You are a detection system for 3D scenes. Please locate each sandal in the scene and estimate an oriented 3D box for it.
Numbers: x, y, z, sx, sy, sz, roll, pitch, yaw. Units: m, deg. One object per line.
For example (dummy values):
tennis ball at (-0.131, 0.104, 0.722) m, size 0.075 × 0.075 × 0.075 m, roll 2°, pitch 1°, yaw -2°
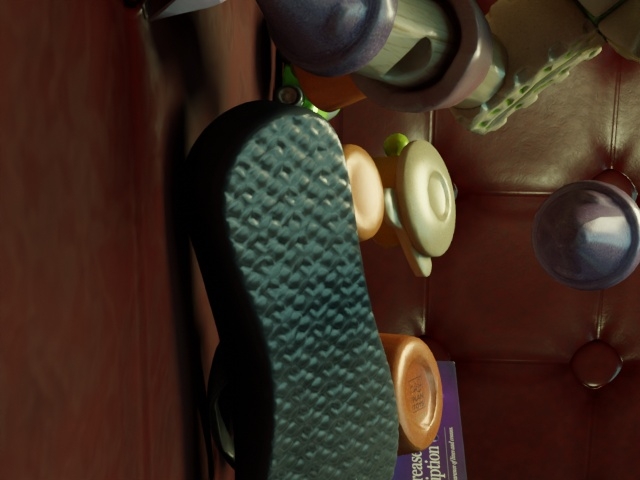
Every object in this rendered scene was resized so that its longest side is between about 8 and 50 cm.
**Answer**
sandal at (-0.015, 0.057, 0.419) m, size 0.097 × 0.054 × 0.254 m, roll -26°, pitch 121°, yaw -40°

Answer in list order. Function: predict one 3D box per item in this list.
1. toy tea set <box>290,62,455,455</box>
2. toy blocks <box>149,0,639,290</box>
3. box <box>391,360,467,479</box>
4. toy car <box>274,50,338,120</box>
toy tea set at (0.000, 0.000, 0.613) m, size 0.200 × 0.124 × 0.336 m, roll 43°, pitch 47°, yaw -46°
toy blocks at (0.119, -0.135, 0.346) m, size 0.309 × 0.289 × 0.260 m, roll 59°, pitch 23°, yaw 15°
box at (0.065, 0.249, 0.994) m, size 0.261 × 0.184 × 0.103 m, roll -84°, pitch 172°, yaw -58°
toy car at (-0.004, -0.174, 0.743) m, size 0.239 × 0.053 × 0.225 m, roll 83°, pitch 9°, yaw -68°
